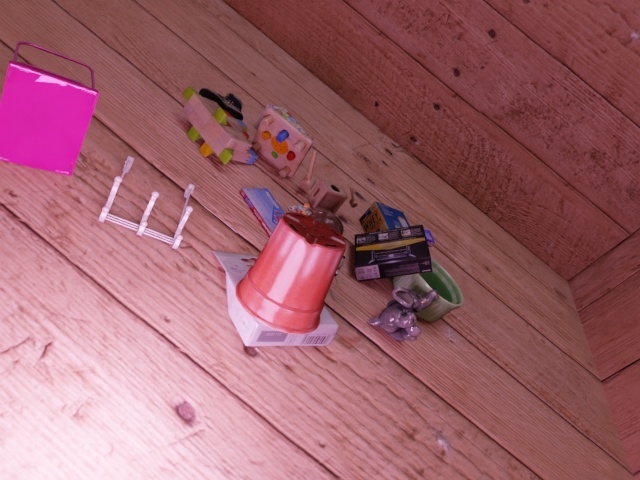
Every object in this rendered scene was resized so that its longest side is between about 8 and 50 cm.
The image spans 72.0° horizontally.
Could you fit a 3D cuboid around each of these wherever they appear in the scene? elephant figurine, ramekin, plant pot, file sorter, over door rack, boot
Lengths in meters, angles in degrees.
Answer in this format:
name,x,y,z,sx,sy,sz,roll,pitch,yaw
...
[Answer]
name,x,y,z,sx,sy,sz,roll,pitch,yaw
elephant figurine,0.326,0.258,1.703,0.186,0.170,0.239,43,47,-24
ramekin,0.464,0.209,1.935,0.304,0.148,0.303,31,28,-19
plant pot,0.000,0.000,1.731,0.167,0.167,0.165,30,39,-15
file sorter,-0.780,-0.371,1.247,0.202,0.290,0.182,12,37,-38
over door rack,-0.528,-0.140,1.389,0.240,0.108,0.324,25,33,-25
boot,-0.485,-0.687,2.177,0.237,0.085,0.178,31,29,-26
plant pot,-0.069,0.080,1.268,0.273,0.264,0.272,24,20,-9

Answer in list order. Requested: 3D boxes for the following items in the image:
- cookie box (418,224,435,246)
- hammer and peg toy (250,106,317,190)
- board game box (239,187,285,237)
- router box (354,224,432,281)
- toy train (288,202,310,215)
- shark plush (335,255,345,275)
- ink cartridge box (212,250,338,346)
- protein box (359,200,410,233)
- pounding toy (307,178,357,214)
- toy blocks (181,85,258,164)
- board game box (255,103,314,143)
name,x,y,z,sx,sy,sz,roll,pitch,yaw
cookie box,0.592,-0.026,2.504,0.092,0.040,0.107,24,34,-24
hammer and peg toy,-0.136,-0.416,2.021,0.361,0.266,0.127,39,49,0
board game box,-0.201,-0.104,1.770,0.145,0.027,0.281,-7,53,-49
router box,0.300,0.050,1.867,0.242,0.309,0.080,-83,161,-55
toy train,-0.058,-0.105,1.905,0.166,0.046,0.125,51,32,18
shark plush,0.061,0.076,1.794,0.067,0.073,0.161,15,31,20
ink cartridge box,-0.164,0.182,1.418,0.308,0.091,0.385,10,25,-39
protein box,0.332,-0.057,2.172,0.200,0.136,0.201,17,37,-33
pounding toy,0.078,-0.213,2.060,0.206,0.181,0.094,15,38,-35
toy blocks,-0.413,-0.477,1.921,0.381,0.191,0.261,50,21,17
board game box,-0.185,-0.541,2.246,0.142,0.144,0.275,-4,52,-50
